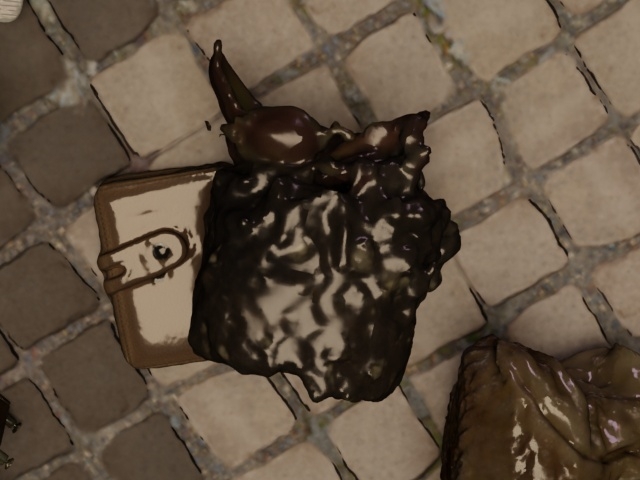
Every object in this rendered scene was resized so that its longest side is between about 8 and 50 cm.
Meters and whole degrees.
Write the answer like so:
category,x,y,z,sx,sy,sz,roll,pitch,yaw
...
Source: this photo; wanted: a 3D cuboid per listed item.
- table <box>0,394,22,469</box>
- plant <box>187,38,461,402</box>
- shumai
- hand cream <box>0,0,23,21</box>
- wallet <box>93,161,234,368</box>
category,x,y,z,sx,sy,sz,roll,pitch,yaw
table,-0.282,0.149,1.254,0.082,0.083,0.070,41,102,-17
plant,0.000,0.000,1.171,0.204,0.178,0.234,12,82,1
shumai,0.186,0.184,1.221,0.185,0.184,0.218,5,90,-1
hand cream,-0.380,-0.273,1.146,0.358,0.118,0.186,8,101,-11
wallet,-0.111,0.020,1.251,0.118,0.039,0.153,-10,105,-2
